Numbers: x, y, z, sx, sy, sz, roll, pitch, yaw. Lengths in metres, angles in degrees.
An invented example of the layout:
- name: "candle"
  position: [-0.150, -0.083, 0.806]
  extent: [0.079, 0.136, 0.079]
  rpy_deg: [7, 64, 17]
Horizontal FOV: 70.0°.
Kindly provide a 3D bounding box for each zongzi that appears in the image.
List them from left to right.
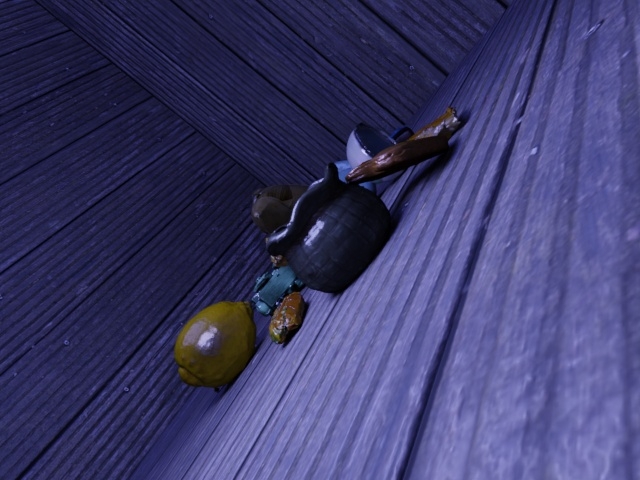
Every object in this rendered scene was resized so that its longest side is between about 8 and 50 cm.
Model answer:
- name: "zongzi"
  position: [-0.016, -0.102, 1.756]
  extent: [0.467, 0.499, 0.218]
  rpy_deg: [-126, 35, -75]

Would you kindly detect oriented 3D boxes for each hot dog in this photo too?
- name: "hot dog"
  position: [-0.090, 0.213, 1.302]
  extent: [0.115, 0.072, 0.269]
  rpy_deg: [-43, 4, 5]

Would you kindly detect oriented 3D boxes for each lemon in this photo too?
- name: "lemon"
  position: [-0.371, 0.370, 1.646]
  extent: [0.285, 0.285, 0.316]
  rpy_deg: [-49, 4, 32]

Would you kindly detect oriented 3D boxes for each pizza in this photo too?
- name: "pizza"
  position: [0.321, -0.303, 1.306]
  extent: [0.189, 0.071, 0.297]
  rpy_deg: [-40, 2, -23]

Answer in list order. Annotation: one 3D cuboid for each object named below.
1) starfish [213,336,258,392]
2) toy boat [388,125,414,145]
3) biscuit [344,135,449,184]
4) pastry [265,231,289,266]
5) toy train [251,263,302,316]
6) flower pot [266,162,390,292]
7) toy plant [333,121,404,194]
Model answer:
- name: "starfish"
  position: [-0.352, 0.498, 1.826]
  extent: [0.231, 0.048, 0.295]
  rpy_deg: [-48, 4, 41]
- name: "toy boat"
  position: [0.322, -0.408, 2.005]
  extent: [0.223, 0.100, 0.097]
  rpy_deg: [-50, 13, -11]
- name: "biscuit"
  position: [0.168, -0.197, 1.131]
  extent: [0.262, 0.052, 0.277]
  rpy_deg: [-20, 1, -42]
- name: "pastry"
  position: [-0.069, 0.019, 1.665]
  extent: [0.102, 0.250, 0.154]
  rpy_deg: [104, 157, -52]
- name: "toy train"
  position: [-0.149, 0.163, 1.788]
  extent: [0.299, 0.167, 0.238]
  rpy_deg: [-51, -2, -15]
- name: "flower pot"
  position: [0.020, -0.022, 1.113]
  extent: [0.302, 0.213, 0.302]
  rpy_deg: [-51, 5, 6]
- name: "toy plant"
  position: [0.132, -0.220, 1.644]
  extent: [0.332, 0.247, 0.247]
  rpy_deg: [-51, 3, 34]
